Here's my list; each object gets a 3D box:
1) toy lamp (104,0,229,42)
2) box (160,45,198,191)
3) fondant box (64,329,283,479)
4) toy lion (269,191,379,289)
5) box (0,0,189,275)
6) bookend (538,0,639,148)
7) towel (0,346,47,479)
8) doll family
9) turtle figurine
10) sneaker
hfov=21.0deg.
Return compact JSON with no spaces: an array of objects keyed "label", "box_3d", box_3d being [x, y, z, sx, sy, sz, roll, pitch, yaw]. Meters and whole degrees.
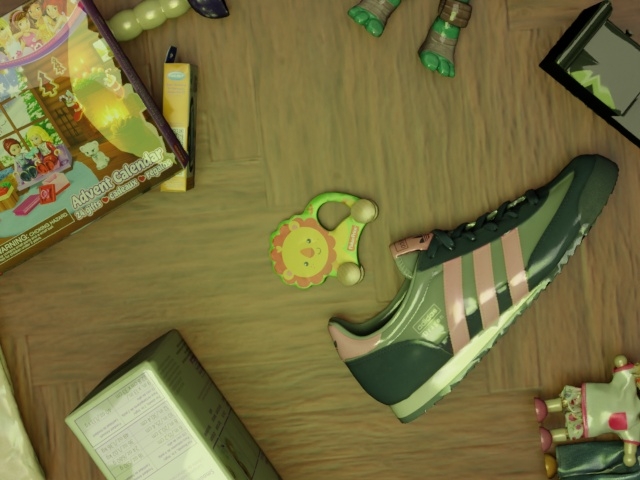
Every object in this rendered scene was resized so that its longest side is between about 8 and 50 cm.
[{"label":"toy lamp","box_3d":[-0.223,-0.184,1.637,0.274,0.080,0.080,-26,93,4]},{"label":"box","box_3d":[-0.133,-0.115,1.638,0.028,0.081,0.136,4,95,1]},{"label":"fondant box","box_3d":[-0.087,0.252,1.584,0.096,0.238,0.330,-36,92,3]},{"label":"toy lion","box_3d":[0.000,0.000,1.670,0.096,0.034,0.100,14,94,8]},{"label":"box","box_3d":[-0.295,-0.082,1.568,0.293,0.057,0.201,-30,102,8]},{"label":"bookend","box_3d":[0.288,-0.141,1.586,0.156,0.157,0.072,39,95,-1]},{"label":"towel","box_3d":[-0.465,0.148,1.681,0.331,0.053,0.317,-20,94,3]},{"label":"doll family","box_3d":[0.302,0.245,1.651,0.163,0.118,0.263,-9,76,8]},{"label":"turtle figurine","box_3d":[0.133,-0.280,1.602,0.175,0.118,0.234,36,110,13]},{"label":"sneaker","box_3d":[0.141,0.019,1.625,0.131,0.112,0.319,41,93,-4]}]
